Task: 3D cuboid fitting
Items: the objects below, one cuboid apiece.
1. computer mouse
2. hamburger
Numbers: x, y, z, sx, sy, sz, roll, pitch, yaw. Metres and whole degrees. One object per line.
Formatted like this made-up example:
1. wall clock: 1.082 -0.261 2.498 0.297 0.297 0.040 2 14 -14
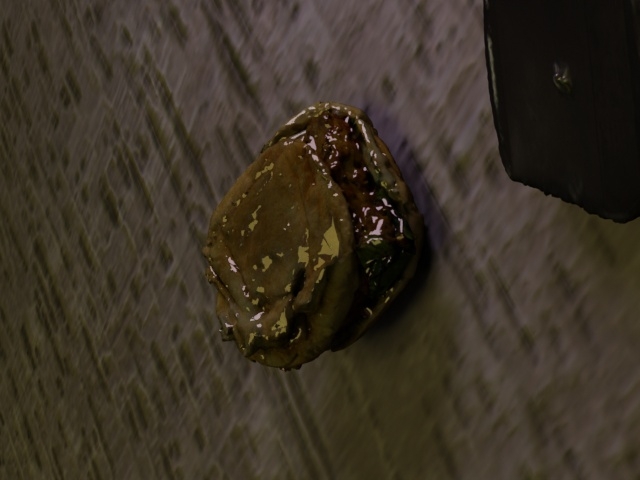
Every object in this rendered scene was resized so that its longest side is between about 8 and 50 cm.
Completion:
1. computer mouse: 0.185 -0.105 0.971 0.295 0.087 0.168 -156 57 -72
2. hamburger: 0.000 0.000 1.304 0.206 0.130 0.183 -48 53 30
